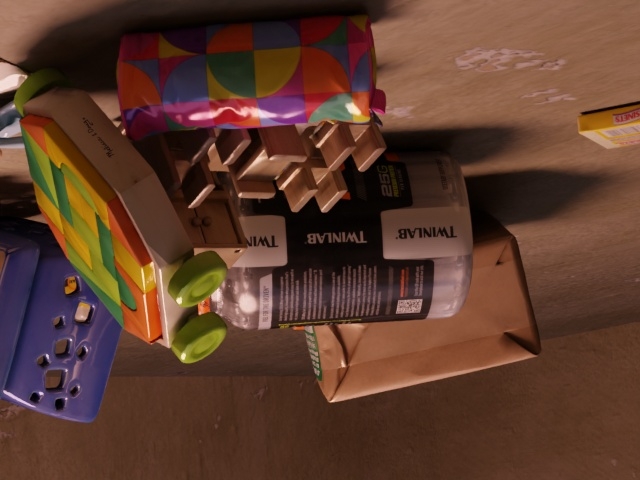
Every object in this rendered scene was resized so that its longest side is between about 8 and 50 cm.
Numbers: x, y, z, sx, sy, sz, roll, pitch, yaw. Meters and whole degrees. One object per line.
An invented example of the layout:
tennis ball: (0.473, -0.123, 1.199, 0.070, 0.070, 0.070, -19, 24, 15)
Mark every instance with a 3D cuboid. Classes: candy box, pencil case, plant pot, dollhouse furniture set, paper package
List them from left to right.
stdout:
plant pot: (-0.402, 0.089, 1.947, 0.236, 0.236, 0.212, 16, -179, 33)
dollhouse furniture set: (-0.098, -0.101, 1.557, 0.212, 0.161, 0.242, 0, 148, -37)
pencil case: (-0.060, -0.140, 1.351, 0.236, 0.104, 0.104, -2, 170, 1)
paper package: (0.129, 0.086, 2.148, 0.310, 0.168, 0.325, -14, -172, 1)
candy box: (0.405, -0.140, 1.743, 0.206, 0.027, 0.105, -9, 171, 27)

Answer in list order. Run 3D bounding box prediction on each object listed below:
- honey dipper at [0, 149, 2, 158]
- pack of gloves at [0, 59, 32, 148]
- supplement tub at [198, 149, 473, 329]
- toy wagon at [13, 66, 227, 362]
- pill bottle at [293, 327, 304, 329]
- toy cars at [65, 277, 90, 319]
honey dipper: (-0.393, -0.101, 1.635, 0.030, 0.030, 0.161, -10, 171, 29)
pack of gloves: (-0.364, -0.100, 1.497, 0.232, 0.046, 0.195, -18, 167, 17)
supplement tub: (0.000, 0.000, 1.845, 0.338, 0.207, 0.207, -3, 170, -7)
toy wagon: (-0.193, 0.001, 1.479, 0.068, 0.267, 0.344, -33, 157, -20)
pill bottle: (0.070, 0.105, 2.657, 0.246, 0.130, 0.130, -2, 169, -10)
toy cars: (-0.473, 0.092, 2.479, 0.394, 0.087, 0.176, -3, 169, -4)
